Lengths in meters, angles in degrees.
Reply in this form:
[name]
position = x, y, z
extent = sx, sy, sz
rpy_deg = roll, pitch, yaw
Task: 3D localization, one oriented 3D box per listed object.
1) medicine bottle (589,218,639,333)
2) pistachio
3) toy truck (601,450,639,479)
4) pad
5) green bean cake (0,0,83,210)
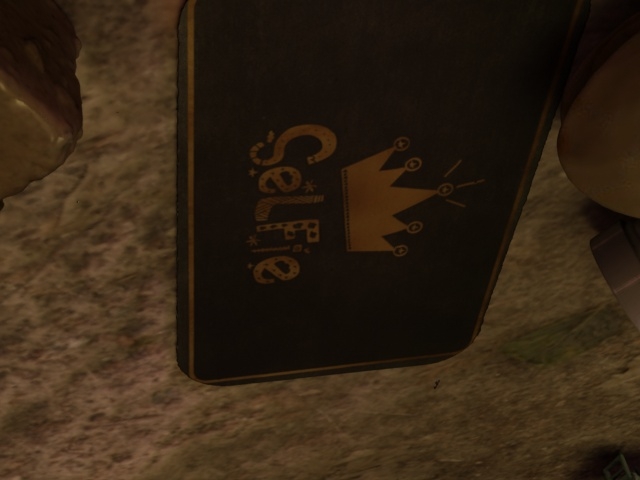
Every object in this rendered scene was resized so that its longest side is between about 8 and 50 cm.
[medicine bottle]
position = 0.313, -0.023, 0.662
extent = 0.250, 0.131, 0.131
rpy_deg = -36, 134, 20
[pistachio]
position = 0.242, -0.085, 0.571
extent = 0.215, 0.144, 0.144
rpy_deg = -22, 138, 23
[toy truck]
position = 0.329, 0.247, 1.005
extent = 0.154, 0.078, 0.080
rpy_deg = -6, 146, -28
[pad]
position = -0.001, 0.000, 0.650
extent = 0.314, 0.063, 0.375
rpy_deg = -4, 136, -11
[green bean cake]
position = -0.193, -0.102, 0.454
extent = 0.085, 0.109, 0.179
rpy_deg = -29, 135, 16
